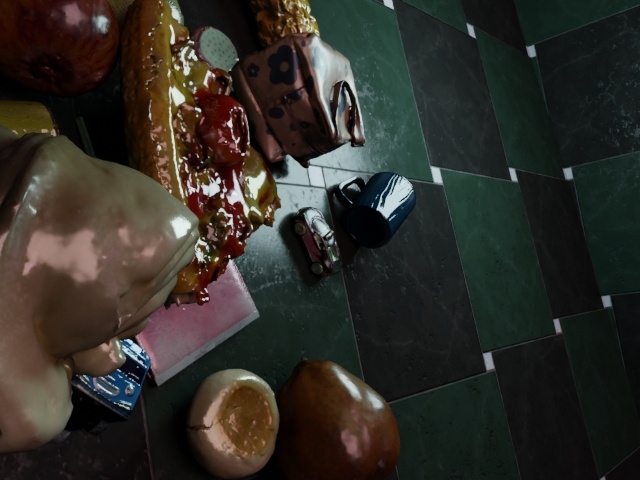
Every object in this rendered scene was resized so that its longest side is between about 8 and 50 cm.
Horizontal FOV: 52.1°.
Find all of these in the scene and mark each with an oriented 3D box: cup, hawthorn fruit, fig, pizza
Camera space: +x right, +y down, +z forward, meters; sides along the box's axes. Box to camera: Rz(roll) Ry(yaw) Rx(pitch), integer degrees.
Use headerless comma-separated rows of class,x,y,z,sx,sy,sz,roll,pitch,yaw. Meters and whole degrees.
cup,0.108,-0.067,1.383,0.138,0.150,0.113,-50,148,-45
hawthorn fruit,0.008,0.292,1.054,0.208,0.208,0.248,12,40,-47
fig,-0.358,-0.300,0.882,0.175,0.175,0.207,28,40,-40
pizza,-0.147,-0.118,0.995,0.406,0.130,0.439,15,66,-68

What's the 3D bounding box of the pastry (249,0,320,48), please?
pastry,-0.080,-0.456,1.306,0.154,0.102,0.249,-29,99,-54

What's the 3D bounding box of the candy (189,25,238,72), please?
candy,-0.194,-0.329,1.168,0.103,0.043,0.103,19,64,-43

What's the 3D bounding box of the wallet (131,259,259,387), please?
wallet,-0.193,0.114,1.002,0.232,0.025,0.119,-31,100,-50

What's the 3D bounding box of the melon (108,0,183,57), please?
melon,-0.286,-0.347,0.993,0.192,0.139,0.139,47,44,-28

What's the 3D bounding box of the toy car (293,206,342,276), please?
toy car,0.000,0.000,1.252,0.069,0.055,0.142,-35,104,-53

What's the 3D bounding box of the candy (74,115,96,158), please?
candy,-0.302,-0.038,0.915,0.091,0.083,0.305,-18,78,-22

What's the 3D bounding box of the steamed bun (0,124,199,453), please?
steamed bun,-0.321,0.021,0.620,0.339,0.352,0.247,-64,151,-41

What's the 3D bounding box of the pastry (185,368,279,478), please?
pastry,-0.132,0.267,0.961,0.156,0.092,0.156,26,53,-41

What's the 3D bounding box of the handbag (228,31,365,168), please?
handbag,-0.032,-0.240,1.179,0.193,0.190,0.251,69,18,2

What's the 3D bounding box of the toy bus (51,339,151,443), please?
toy bus,-0.284,0.162,0.751,0.090,0.185,0.106,46,42,-28

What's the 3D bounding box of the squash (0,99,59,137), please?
squash,-0.411,-0.108,0.769,0.187,0.123,0.123,-11,84,-47
